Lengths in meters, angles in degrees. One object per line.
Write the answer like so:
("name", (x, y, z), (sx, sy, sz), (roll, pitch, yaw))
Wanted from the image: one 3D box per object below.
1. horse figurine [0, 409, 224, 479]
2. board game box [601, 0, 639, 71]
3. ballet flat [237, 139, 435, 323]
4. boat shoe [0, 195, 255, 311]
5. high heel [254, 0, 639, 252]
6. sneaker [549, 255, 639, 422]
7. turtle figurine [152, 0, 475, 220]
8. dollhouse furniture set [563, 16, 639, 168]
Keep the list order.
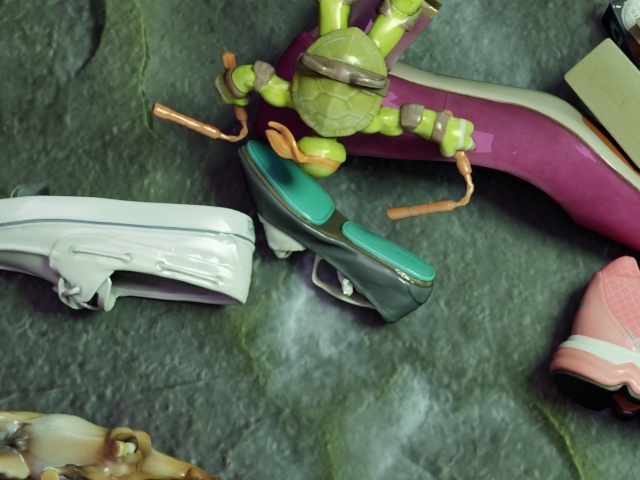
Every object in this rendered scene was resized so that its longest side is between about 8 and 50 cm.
("horse figurine", (-0.216, 0.168, 1.134), (0.263, 0.174, 0.066), (2, 83, 14))
("board game box", (0.369, -0.120, 1.257), (0.165, 0.042, 0.243), (-20, 76, -5))
("ballet flat", (0.000, 0.000, 1.214), (0.203, 0.074, 0.074), (36, 78, 4))
("boat shoe", (-0.184, 0.016, 1.193), (0.258, 0.095, 0.084), (0, 71, 1))
("high heel", (0.132, -0.061, 1.231), (0.377, 0.127, 0.181), (39, 107, 6))
("sneaker", (0.351, 0.098, 1.162), (0.314, 0.116, 0.136), (17, 74, 5))
("turtle figurine", (0.008, -0.142, 1.141), (0.270, 0.087, 0.217), (16, 93, 11))
("dollhouse furniture set", (0.322, -0.120, 1.212), (0.151, 0.123, 0.144), (-42, 57, 14))
